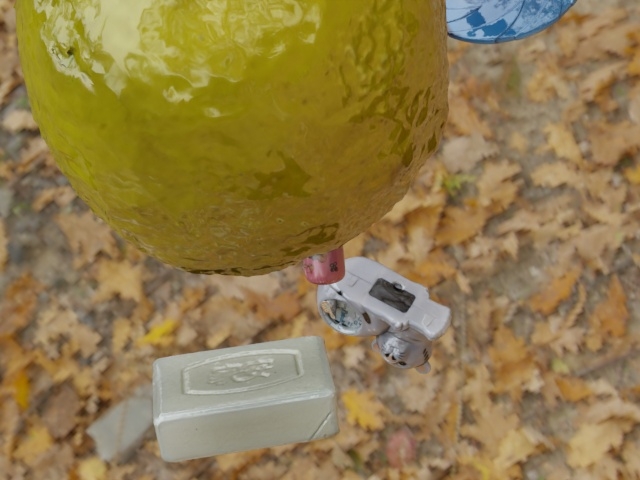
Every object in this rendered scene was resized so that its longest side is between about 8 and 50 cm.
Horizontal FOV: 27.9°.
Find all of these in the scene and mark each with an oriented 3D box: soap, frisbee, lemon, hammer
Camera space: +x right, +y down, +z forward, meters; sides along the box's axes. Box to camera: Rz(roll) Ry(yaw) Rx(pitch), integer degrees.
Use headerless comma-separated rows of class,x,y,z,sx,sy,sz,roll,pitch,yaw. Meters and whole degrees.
soap,-0.077,0.161,1.318,0.183,0.064,0.121,-9,26,-4
frisbee,0.241,-0.370,1.764,0.242,0.045,0.242,-8,54,11
lemon,-0.051,-0.121,0.782,0.268,0.322,0.268,-4,54,6
hammer,0.000,0.000,1.196,0.043,0.083,0.043,-7,8,1

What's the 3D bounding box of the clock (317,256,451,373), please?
clock,0.072,0.099,1.634,0.176,0.117,0.080,28,49,10
